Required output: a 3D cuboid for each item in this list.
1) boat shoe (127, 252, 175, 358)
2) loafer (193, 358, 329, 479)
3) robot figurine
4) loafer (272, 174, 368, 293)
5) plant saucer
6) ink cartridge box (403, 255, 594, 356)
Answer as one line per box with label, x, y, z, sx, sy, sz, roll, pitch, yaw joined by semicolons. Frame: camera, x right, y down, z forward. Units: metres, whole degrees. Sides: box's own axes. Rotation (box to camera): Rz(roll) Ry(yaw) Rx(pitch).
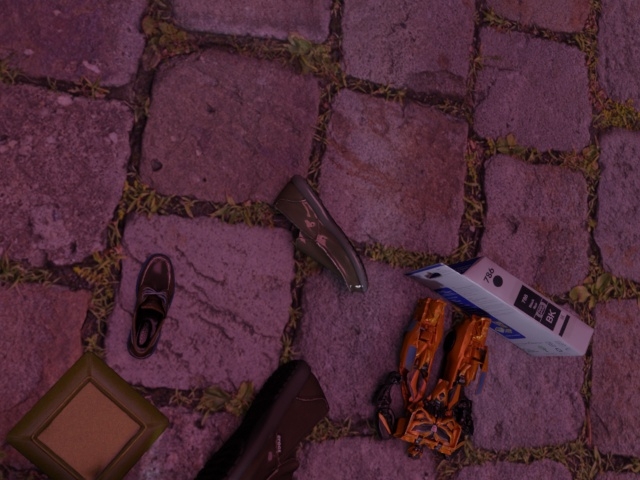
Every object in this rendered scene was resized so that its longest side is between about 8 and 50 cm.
boat shoe;-0.282;0.109;1.199;0.066;0.066;0.183;10;78;-17
loafer;-0.095;0.371;1.170;0.130;0.133;0.366;43;65;-12
robot figurine;0.216;0.265;1.325;0.210;0.085;0.291;20;75;-13
loafer;0.000;0.000;1.308;0.087;0.094;0.251;-35;83;4
plant saucer;-0.372;0.308;1.147;0.188;0.045;0.188;44;71;-7
ink cartridge box;0.335;0.114;1.347;0.332;0.165;0.065;32;73;-12
